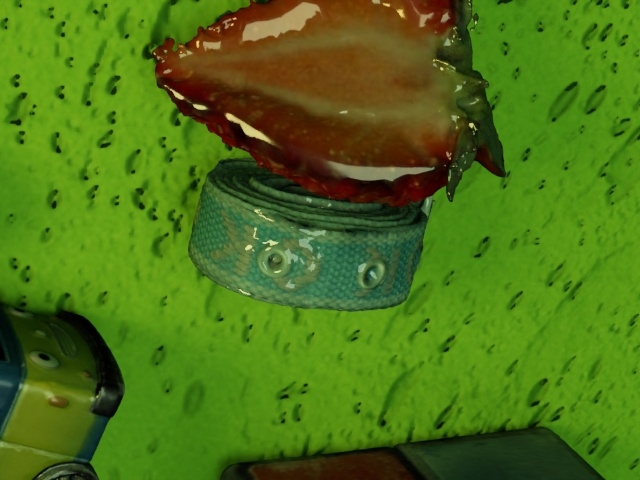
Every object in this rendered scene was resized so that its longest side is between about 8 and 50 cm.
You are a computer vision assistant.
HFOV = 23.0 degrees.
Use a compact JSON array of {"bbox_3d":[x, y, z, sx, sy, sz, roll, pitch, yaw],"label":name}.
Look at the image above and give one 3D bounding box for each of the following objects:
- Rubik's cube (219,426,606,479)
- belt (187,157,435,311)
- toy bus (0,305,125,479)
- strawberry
[{"bbox_3d":[0.102,0.356,1.201,0.318,0.313,0.316,-5,113,-21],"label":"Rubik's cube"},{"bbox_3d":[-0.009,-0.001,1.115,0.163,0.147,0.082,14,110,3],"label":"belt"},{"bbox_3d":[-0.265,0.180,1.082,0.175,0.138,0.287,18,103,-28],"label":"toy bus"},{"bbox_3d":[0.006,-0.088,1.092,0.228,0.098,0.174,-12,78,-8],"label":"strawberry"}]
